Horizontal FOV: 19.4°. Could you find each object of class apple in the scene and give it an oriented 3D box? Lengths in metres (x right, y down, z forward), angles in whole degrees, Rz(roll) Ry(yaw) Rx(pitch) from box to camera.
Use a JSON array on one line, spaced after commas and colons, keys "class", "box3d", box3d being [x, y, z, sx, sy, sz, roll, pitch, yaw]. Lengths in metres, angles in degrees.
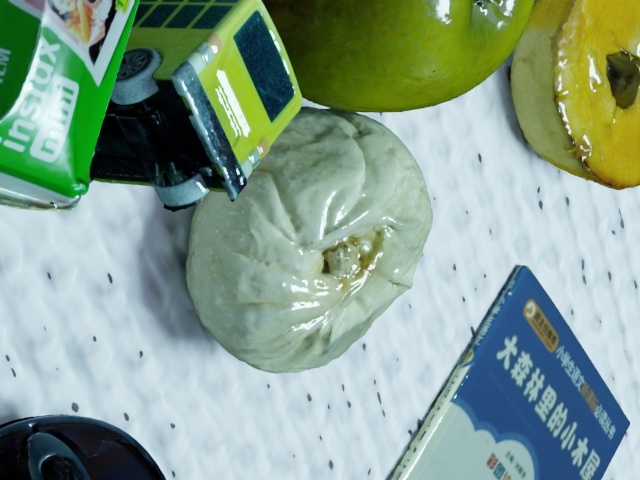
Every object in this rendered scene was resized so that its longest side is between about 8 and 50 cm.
[{"class": "apple", "box3d": [0.045, -0.169, 1.167, 0.196, 0.157, 0.196, -28, 128, -43]}]

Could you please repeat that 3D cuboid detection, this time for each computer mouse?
[{"class": "computer mouse", "box3d": [-0.134, 0.210, 1.046, 0.137, 0.096, 0.233, -15, 85, -33]}]

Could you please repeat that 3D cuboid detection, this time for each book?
[{"class": "book", "box3d": [0.128, 0.209, 1.456, 0.322, 0.018, 0.228, -57, 135, -21]}]

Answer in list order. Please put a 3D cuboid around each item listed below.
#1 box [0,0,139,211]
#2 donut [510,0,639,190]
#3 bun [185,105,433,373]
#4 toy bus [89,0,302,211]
[{"class": "box", "box3d": [-0.167, -0.146, 0.918, 0.103, 0.180, 0.250, 22, 81, -52]}, {"class": "donut", "box3d": [0.206, -0.124, 1.430, 0.178, 0.065, 0.162, 37, 67, -45]}, {"class": "bun", "box3d": [0.000, 0.000, 1.191, 0.188, 0.111, 0.164, -22, 119, -47]}, {"class": "toy bus", "box3d": [-0.106, -0.082, 1.009, 0.101, 0.175, 0.088, -54, 134, -34]}]
